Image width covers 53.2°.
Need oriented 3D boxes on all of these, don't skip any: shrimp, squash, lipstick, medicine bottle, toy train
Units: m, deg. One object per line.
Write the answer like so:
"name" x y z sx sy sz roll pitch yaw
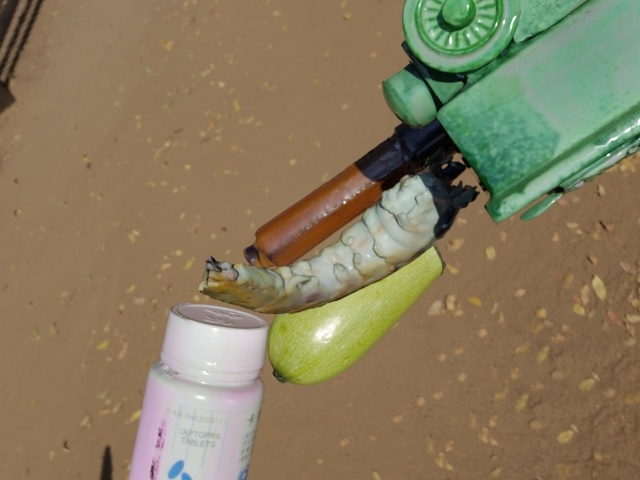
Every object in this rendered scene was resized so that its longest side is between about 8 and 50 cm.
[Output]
"shrimp" 0.008 0.013 0.648 0.287 0.185 0.068 -16 62 -22
"squash" 0.032 0.082 0.806 0.247 0.132 0.133 -45 42 -20
"lipstick" 0.075 -0.087 0.848 0.419 0.077 0.077 -34 45 10
"medicine bottle" -0.150 0.217 0.813 0.152 0.152 0.254 17 96 43
"toy train" 0.183 -0.151 0.488 0.266 0.145 0.201 -34 83 13
